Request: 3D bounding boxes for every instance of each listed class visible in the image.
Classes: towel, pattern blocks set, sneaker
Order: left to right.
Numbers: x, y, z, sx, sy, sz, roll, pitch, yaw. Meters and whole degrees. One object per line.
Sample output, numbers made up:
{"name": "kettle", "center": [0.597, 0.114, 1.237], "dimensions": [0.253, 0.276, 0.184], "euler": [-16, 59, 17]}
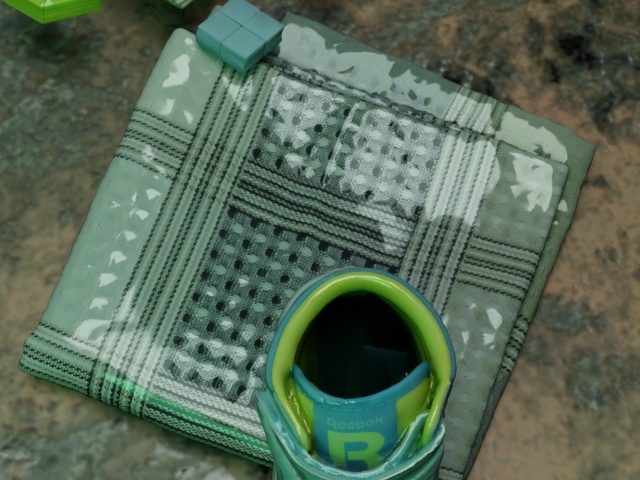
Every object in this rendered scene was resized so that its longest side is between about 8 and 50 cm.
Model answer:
{"name": "pattern blocks set", "center": [-0.133, -0.255, 1.251], "dimensions": [0.325, 0.026, 0.285], "euler": [26, 53, 10]}
{"name": "towel", "center": [0.000, 0.000, 1.155], "dimensions": [0.312, 0.056, 0.324], "euler": [20, 64, 7]}
{"name": "sneaker", "center": [0.019, 0.163, 0.968], "dimensions": [0.127, 0.208, 0.319], "euler": [-5, 81, -1]}
